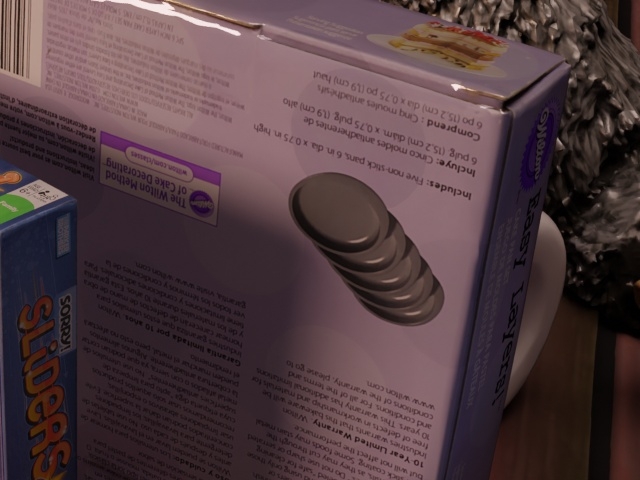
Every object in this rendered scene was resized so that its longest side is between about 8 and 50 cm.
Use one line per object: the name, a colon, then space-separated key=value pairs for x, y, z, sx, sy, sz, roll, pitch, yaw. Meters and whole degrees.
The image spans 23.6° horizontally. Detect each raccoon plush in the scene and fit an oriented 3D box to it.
raccoon plush: x=0.138 y=-0.152 z=0.862 sx=0.446 sy=0.299 sz=0.216 roll=20 pitch=33 yaw=21

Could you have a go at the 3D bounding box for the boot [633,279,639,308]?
boot: x=0.325 y=0.035 z=0.719 sx=0.269 sy=0.089 sz=0.236 roll=-35 pitch=64 yaw=-6

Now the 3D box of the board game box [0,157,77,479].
board game box: x=-0.148 y=0.052 z=0.572 sx=0.136 sy=0.201 sz=0.035 roll=27 pitch=37 yaw=31

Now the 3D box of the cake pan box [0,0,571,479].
cake pan box: x=-0.051 y=0.010 z=0.617 sx=0.266 sy=0.246 sz=0.070 roll=18 pitch=29 yaw=23

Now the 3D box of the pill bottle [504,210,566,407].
pill bottle: x=0.000 y=0.000 z=0.759 sx=0.221 sy=0.121 sz=0.121 roll=27 pitch=37 yaw=33
